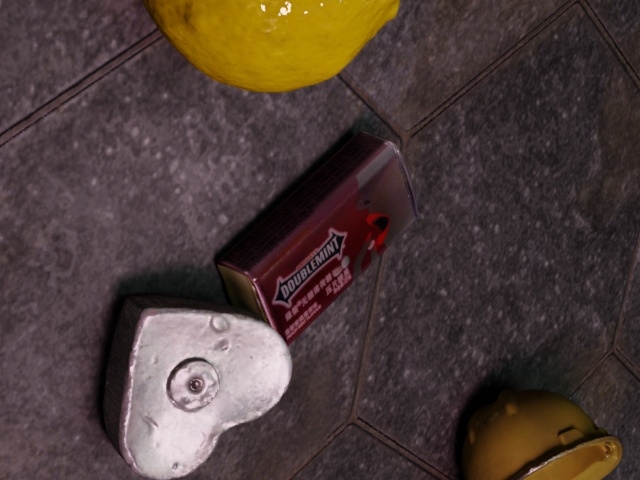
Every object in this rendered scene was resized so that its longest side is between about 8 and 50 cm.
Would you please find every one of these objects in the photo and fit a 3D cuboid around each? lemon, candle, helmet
[{"bbox_3d":[-0.047,-0.253,1.250,0.233,0.233,0.288,-36,130,-34],"label":"lemon"},{"bbox_3d":[-0.129,0.121,1.424,0.192,0.068,0.168,-40,114,-13],"label":"candle"},{"bbox_3d":[0.262,0.258,1.925,0.205,0.140,0.257,-38,157,16],"label":"helmet"}]

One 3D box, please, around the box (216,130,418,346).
[{"bbox_3d":[0.000,0.000,1.552,0.224,0.069,0.120,-42,135,-27],"label":"box"}]
